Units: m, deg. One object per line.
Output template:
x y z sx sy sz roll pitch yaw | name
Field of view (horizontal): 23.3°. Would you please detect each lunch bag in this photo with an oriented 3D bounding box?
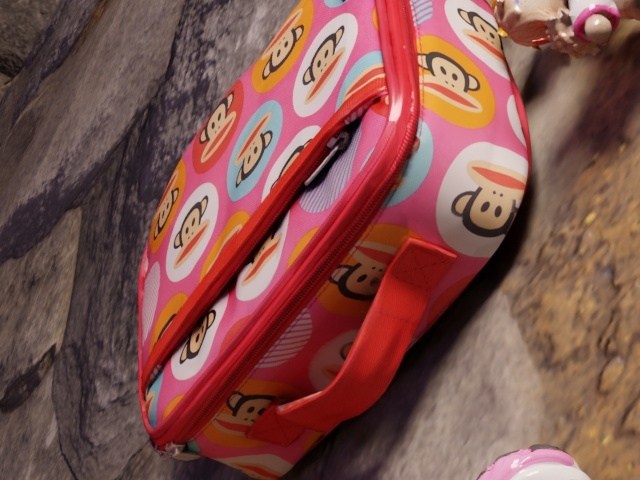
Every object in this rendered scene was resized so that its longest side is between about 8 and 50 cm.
0.000 0.000 0.906 0.293 0.120 0.258 -51 28 33 | lunch bag

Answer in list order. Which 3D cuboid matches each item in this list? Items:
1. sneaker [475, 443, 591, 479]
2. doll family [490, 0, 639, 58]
0.066 0.171 0.606 0.077 0.072 0.178 33 101 58 | sneaker
0.142 -0.191 0.829 0.163 0.118 0.263 -41 48 33 | doll family
